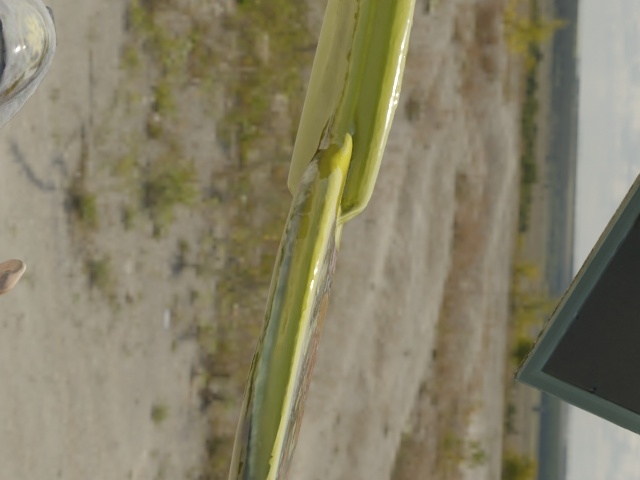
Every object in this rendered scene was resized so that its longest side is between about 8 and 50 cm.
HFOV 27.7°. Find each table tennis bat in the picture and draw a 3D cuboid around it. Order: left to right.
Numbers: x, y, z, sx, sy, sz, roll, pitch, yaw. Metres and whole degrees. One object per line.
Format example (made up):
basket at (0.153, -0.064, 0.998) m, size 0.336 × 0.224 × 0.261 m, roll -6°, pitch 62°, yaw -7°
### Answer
table tennis bat at (0.000, 0.000, 0.758) m, size 0.224 × 0.054 × 0.369 m, roll 77°, pitch 25°, yaw -80°

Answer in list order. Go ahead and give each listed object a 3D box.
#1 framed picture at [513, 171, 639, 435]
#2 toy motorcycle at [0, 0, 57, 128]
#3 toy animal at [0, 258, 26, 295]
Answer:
framed picture at (0.205, 0.043, 0.670) m, size 0.142 × 0.183 × 0.011 m, roll -60°, pitch -156°, yaw 12°
toy motorcycle at (-0.182, -0.056, 0.437) m, size 0.122 × 0.215 × 0.080 m, roll 10°, pitch -71°, yaw 56°
toy animal at (-0.449, 0.051, 1.326) m, size 0.250 × 0.166 × 0.154 m, roll 12°, pitch 54°, yaw -48°
